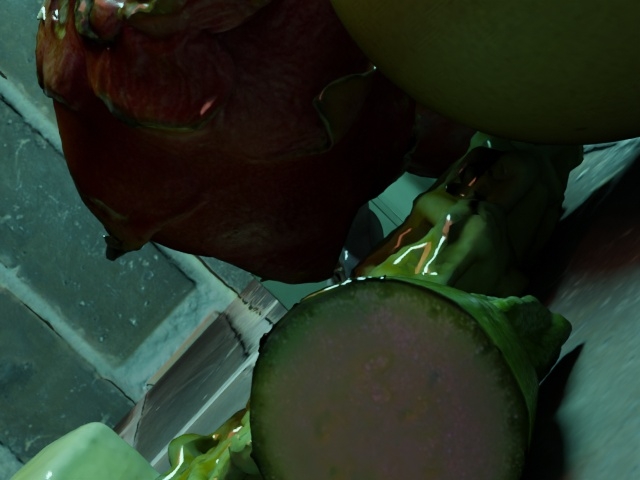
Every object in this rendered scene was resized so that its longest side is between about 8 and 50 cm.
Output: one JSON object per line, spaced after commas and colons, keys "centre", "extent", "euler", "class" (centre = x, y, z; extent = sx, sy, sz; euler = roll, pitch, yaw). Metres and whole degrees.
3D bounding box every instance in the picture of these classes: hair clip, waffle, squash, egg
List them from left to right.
{"centre": [0.008, -0.001, 1.197], "extent": [0.075, 0.146, 0.257], "euler": [-5, -1, -12], "class": "hair clip"}
{"centre": [0.015, 0.064, 0.864], "extent": [0.297, 0.073, 0.317], "euler": [-45, 2, 42], "class": "waffle"}
{"centre": [0.044, 0.052, 0.602], "extent": [0.105, 0.105, 0.132], "euler": [-45, -9, 23], "class": "squash"}
{"centre": [0.125, -0.172, 0.724], "extent": [0.250, 0.250, 0.322], "euler": [-48, 6, -19], "class": "egg"}

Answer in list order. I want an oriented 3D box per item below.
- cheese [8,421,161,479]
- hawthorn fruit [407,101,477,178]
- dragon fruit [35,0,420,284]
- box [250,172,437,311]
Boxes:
{"centre": [-0.232, 0.271, 1.070], "extent": [0.242, 0.124, 0.265], "euler": [-41, 7, 29], "class": "cheese"}
{"centre": [0.092, -0.184, 1.148], "extent": [0.284, 0.284, 0.284], "euler": [-46, 4, 4], "class": "hawthorn fruit"}
{"centre": [-0.050, -0.097, 0.941], "extent": [0.250, 0.250, 0.315], "euler": [-49, -15, -36], "class": "dragon fruit"}
{"centre": [0.031, -0.019, 1.462], "extent": [0.129, 0.086, 0.225], "euler": [-45, 4, 20], "class": "box"}
